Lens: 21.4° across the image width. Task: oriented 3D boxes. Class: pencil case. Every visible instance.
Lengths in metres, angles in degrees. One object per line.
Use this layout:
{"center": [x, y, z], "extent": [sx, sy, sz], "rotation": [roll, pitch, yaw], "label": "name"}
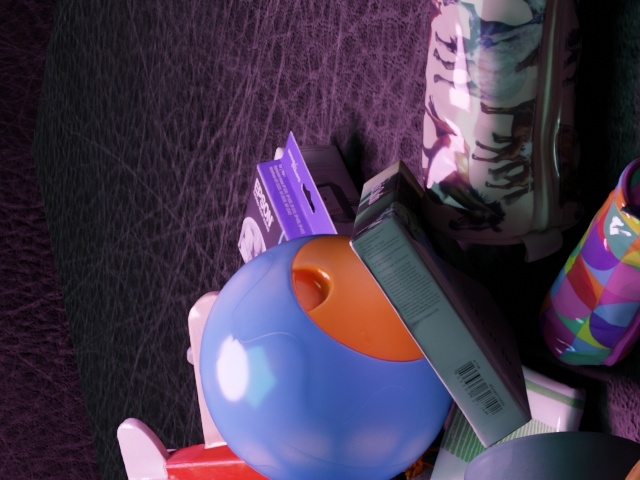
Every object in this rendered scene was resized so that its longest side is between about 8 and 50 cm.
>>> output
{"center": [0.273, 0.023, 1.499], "extent": [0.236, 0.104, 0.104], "rotation": [111, 147, -54], "label": "pencil case"}
{"center": [0.181, -0.196, 1.594], "extent": [0.183, 0.160, 0.410], "rotation": [-137, 45, -64], "label": "pencil case"}

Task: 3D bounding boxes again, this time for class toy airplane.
{"center": [-0.085, 0.309, 2.334], "extent": [0.384, 0.272, 0.386], "rotation": [42, 129, 16], "label": "toy airplane"}

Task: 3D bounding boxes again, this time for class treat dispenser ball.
{"center": [0.010, 0.135, 1.874], "extent": [0.288, 0.288, 0.288], "rotation": [174, 90, -71], "label": "treat dispenser ball"}

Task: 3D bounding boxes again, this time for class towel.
{"center": [0.162, 0.284, 1.764], "extent": [0.325, 0.038, 0.248], "rotation": [-67, 20, -2], "label": "towel"}

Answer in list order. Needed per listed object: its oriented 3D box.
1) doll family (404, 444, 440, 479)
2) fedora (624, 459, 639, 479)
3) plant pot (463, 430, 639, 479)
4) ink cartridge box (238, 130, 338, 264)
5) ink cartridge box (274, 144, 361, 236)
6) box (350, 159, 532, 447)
{"center": [0.096, 0.198, 2.068], "extent": [0.163, 0.118, 0.263], "rotation": [174, 108, -77], "label": "doll family"}
{"center": [0.332, 0.242, 1.367], "extent": [0.079, 0.194, 0.194], "rotation": [50, -167, -48], "label": "fedora"}
{"center": [0.222, 0.318, 1.510], "extent": [0.271, 0.271, 0.255], "rotation": [116, 157, -57], "label": "plant pot"}
{"center": [-0.045, 0.001, 2.196], "extent": [0.206, 0.045, 0.208], "rotation": [-114, 29, -41], "label": "ink cartridge box"}
{"center": [0.000, 0.000, 2.267], "extent": [0.158, 0.092, 0.218], "rotation": [104, 154, -42], "label": "ink cartridge box"}
{"center": [0.119, 0.051, 1.673], "extent": [0.232, 0.058, 0.322], "rotation": [56, -172, -8], "label": "box"}
